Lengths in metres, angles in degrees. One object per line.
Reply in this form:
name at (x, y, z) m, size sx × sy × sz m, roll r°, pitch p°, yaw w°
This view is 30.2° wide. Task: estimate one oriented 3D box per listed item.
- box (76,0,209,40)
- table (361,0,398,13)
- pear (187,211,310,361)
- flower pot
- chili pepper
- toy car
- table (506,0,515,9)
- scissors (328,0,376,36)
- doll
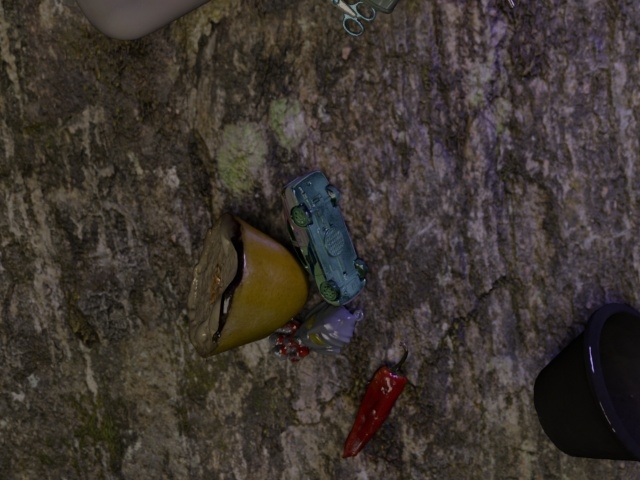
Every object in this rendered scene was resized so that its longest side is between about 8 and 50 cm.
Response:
box at (-0.250, -0.483, 1.787) m, size 0.349 × 0.141 × 0.288 m, roll -25°, pitch 102°, yaw 19°
table at (0.120, -0.454, 1.732) m, size 0.126 × 0.126 × 0.220 m, roll 38°, pitch 111°, yaw -4°
pear at (-0.107, 0.078, 1.955) m, size 0.178 × 0.267 × 0.266 m, roll 6°, pitch 114°, yaw -21°
flower pot at (0.449, 0.249, 1.881) m, size 0.166 × 0.269 × 0.269 m, roll -28°, pitch 103°, yaw 39°
chili pepper at (0.095, 0.288, 2.052) m, size 0.059 × 0.050 × 0.268 m, roll 21°, pitch 114°, yaw -14°
toy car at (0.000, 0.000, 1.945) m, size 0.076 × 0.090 × 0.224 m, roll -6°, pitch 112°, yaw 42°
table at (0.319, -0.439, 1.699) m, size 0.240 × 0.121 × 0.111 m, roll -36°, pitch 99°, yaw 22°
scissors at (0.028, -0.369, 1.841) m, size 0.119 × 0.014 × 0.058 m, roll 36°, pitch 112°, yaw -7°
doll at (-0.007, 0.158, 2.017) m, size 0.180 × 0.079 × 0.094 m, roll -23°, pitch 72°, yaw 24°
